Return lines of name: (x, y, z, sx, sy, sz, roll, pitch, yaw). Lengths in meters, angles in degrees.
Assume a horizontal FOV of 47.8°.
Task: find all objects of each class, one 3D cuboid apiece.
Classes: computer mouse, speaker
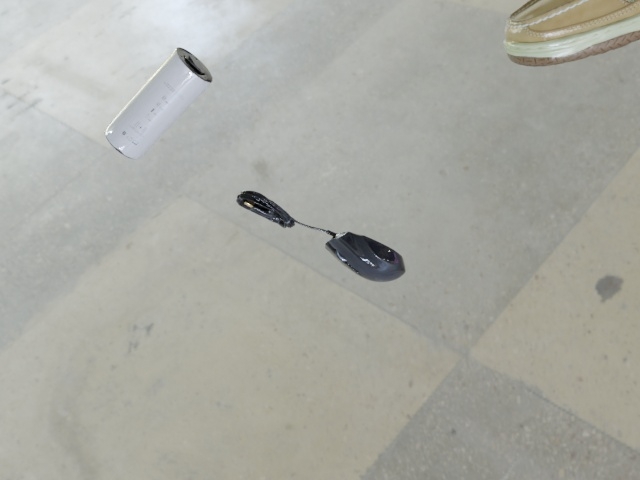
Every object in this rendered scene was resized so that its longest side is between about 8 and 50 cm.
computer mouse: (0.000, 0.000, 0.936, 0.242, 0.071, 0.041, 24, 74, -7)
speaker: (-0.188, -0.158, 0.837, 0.136, 0.055, 0.055, -42, 40, 20)

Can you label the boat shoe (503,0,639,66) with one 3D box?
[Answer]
boat shoe: (0.185, -0.165, 0.409, 0.190, 0.072, 0.068, -27, 31, -6)
